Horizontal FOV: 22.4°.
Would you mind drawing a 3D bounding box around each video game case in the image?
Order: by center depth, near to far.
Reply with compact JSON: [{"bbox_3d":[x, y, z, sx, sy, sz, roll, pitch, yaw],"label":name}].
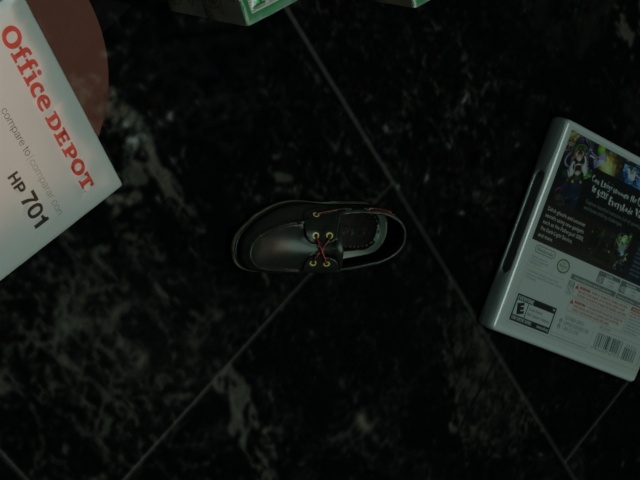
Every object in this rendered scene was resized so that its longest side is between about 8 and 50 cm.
[{"bbox_3d":[0.222,0.011,1.305,0.190,0.022,0.173,21,89,-40],"label":"video game case"}]

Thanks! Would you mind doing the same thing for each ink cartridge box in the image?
[{"bbox_3d":[-0.225,-0.037,0.884,0.190,0.082,0.140,-40,124,-23],"label":"ink cartridge box"}]

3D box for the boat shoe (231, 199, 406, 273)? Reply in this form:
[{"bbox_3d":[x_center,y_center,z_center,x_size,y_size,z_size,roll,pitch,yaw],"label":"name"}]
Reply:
[{"bbox_3d":[0.000,-0.002,1.106,0.133,0.042,0.049,-8,109,-36],"label":"boat shoe"}]

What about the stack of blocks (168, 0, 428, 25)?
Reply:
[{"bbox_3d":[0.031,-0.239,1.033,0.297,0.087,0.171,-32,120,-29],"label":"stack of blocks"}]
